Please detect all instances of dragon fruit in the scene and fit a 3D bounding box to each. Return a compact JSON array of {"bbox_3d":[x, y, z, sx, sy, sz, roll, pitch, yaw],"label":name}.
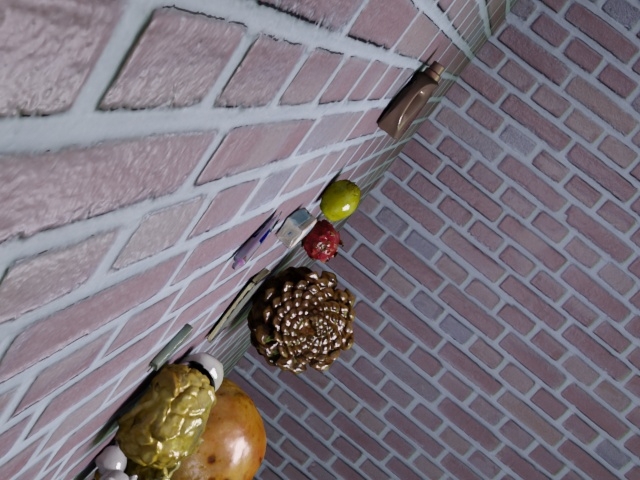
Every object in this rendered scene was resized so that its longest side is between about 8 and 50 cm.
[{"bbox_3d":[0.000,0.000,2.195,0.133,0.136,0.165,-21,-142,23],"label":"dragon fruit"}]

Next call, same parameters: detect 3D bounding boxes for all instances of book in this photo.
[{"bbox_3d":[-0.238,0.184,1.911,0.231,0.026,0.157,-51,179,13],"label":"book"}]

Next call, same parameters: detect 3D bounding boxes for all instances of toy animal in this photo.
[{"bbox_3d":[-0.516,0.568,1.691,0.181,0.127,0.131,-111,-158,-46],"label":"toy animal"},{"bbox_3d":[-0.343,0.374,1.754,0.166,0.138,0.179,-31,-168,21],"label":"toy animal"}]

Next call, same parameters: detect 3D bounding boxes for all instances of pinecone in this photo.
[{"bbox_3d":[-0.082,0.266,2.232,0.384,0.384,0.384,-51,176,-5],"label":"pinecone"}]

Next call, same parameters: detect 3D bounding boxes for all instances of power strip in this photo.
[{"bbox_3d":[-0.326,0.236,1.435,0.136,0.019,0.051,-49,177,-32],"label":"power strip"}]

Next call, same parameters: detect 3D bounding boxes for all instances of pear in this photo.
[{"bbox_3d":[0.057,-0.116,1.884,0.131,0.107,0.107,-44,176,6],"label":"pear"}]

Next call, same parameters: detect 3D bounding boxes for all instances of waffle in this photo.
[{"bbox_3d":[-0.479,0.603,1.724,0.250,0.056,0.261,-47,-144,-17],"label":"waffle"}]

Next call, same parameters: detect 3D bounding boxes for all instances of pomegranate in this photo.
[{"bbox_3d":[-0.365,0.594,1.933,0.410,0.410,0.410,-51,176,-5],"label":"pomegranate"}]

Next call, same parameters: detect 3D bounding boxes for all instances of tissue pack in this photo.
[{"bbox_3d":[-0.060,-0.033,1.672,0.074,0.059,0.094,-52,176,32],"label":"tissue pack"}]

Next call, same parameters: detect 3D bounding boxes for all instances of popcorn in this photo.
[{"bbox_3d":[-0.355,0.412,1.557,0.250,0.190,0.250,-50,158,-28],"label":"popcorn"}]

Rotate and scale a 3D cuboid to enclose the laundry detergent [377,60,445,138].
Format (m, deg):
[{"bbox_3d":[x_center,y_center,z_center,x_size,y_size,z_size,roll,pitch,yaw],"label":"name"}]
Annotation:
[{"bbox_3d":[0.254,-0.390,1.820,0.237,0.076,0.171,-52,175,13],"label":"laundry detergent"}]

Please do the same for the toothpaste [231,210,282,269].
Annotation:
[{"bbox_3d":[-0.134,0.000,1.392,0.170,0.028,0.045,-53,-176,-34],"label":"toothpaste"}]
